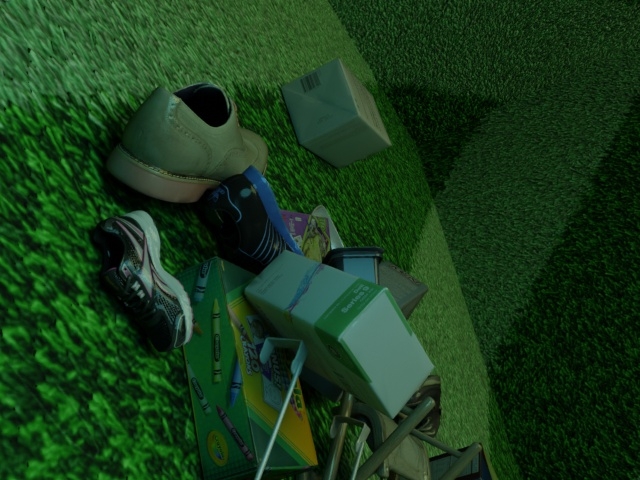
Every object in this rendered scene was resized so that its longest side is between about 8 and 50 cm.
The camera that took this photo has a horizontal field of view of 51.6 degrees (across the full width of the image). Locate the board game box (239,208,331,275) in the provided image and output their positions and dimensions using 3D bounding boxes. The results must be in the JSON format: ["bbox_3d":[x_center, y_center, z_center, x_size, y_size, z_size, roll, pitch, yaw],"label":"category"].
[{"bbox_3d":[-0.049,0.052,1.189,0.347,0.056,0.208,6,81,-70],"label":"board game box"}]

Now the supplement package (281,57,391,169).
[{"bbox_3d":[0.049,-0.335,1.807,0.293,0.178,0.175,21,48,-67],"label":"supplement package"}]

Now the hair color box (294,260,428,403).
[{"bbox_3d":[0.085,0.156,1.255,0.114,0.185,0.374,34,12,14],"label":"hair color box"}]

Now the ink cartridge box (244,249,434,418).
[{"bbox_3d":[0.019,0.113,0.850,0.212,0.093,0.154,16,-34,51],"label":"ink cartridge box"}]

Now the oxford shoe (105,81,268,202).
[{"bbox_3d":[-0.151,-0.151,0.984,0.141,0.146,0.397,30,16,6],"label":"oxford shoe"}]

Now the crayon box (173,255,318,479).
[{"bbox_3d":[-0.102,0.178,0.895,0.165,0.081,0.278,34,37,-60],"label":"crayon box"}]

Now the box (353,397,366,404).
[{"bbox_3d":[0.086,0.307,1.370,0.137,0.027,0.094,57,19,-27],"label":"box"}]

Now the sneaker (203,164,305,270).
[{"bbox_3d":[-0.090,0.004,0.973,0.081,0.091,0.232,36,-24,54],"label":"sneaker"}]

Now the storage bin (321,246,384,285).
[{"bbox_3d":[0.041,0.073,0.995,0.135,0.098,0.091,116,-28,-67],"label":"storage bin"}]

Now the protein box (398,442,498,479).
[{"bbox_3d":[0.256,0.538,1.289,0.199,0.201,0.136,65,18,-5],"label":"protein box"}]

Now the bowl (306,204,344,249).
[{"bbox_3d":[0.000,0.000,1.458,0.141,0.053,0.142,65,19,-8],"label":"bowl"}]

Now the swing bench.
[{"bbox_3d":[0.101,0.374,1.056,0.254,0.165,0.253,-59,140,-16],"label":"swing bench"}]

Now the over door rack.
[{"bbox_3d":[0.001,0.300,0.766,0.324,0.108,0.239,-81,151,-41],"label":"over door rack"}]

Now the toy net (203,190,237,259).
[{"bbox_3d":[-0.141,-0.064,1.142,0.122,0.045,0.232,60,19,-21],"label":"toy net"}]

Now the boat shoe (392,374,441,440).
[{"bbox_3d":[0.215,0.373,1.452,0.355,0.133,0.130,44,34,-67],"label":"boat shoe"}]

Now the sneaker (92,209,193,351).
[{"bbox_3d":[-0.217,0.051,0.771,0.077,0.072,0.178,-8,67,-60],"label":"sneaker"}]
